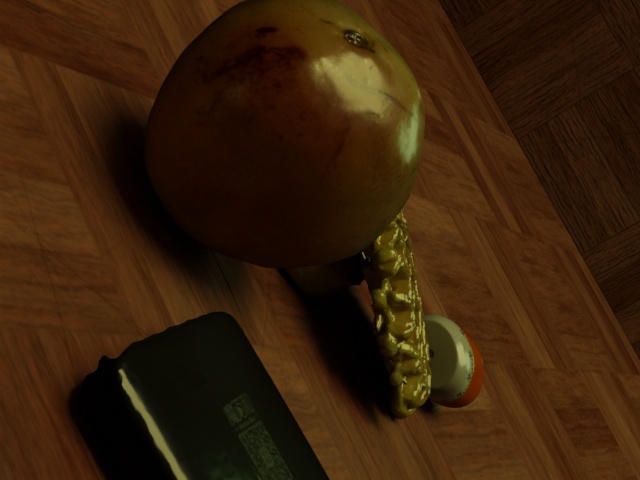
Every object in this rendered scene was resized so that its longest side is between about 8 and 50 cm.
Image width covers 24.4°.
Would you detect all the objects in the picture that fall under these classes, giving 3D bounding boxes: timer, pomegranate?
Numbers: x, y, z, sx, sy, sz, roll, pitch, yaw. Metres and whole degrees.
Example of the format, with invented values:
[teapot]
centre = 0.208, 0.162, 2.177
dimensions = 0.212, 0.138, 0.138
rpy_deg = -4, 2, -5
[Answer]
[timer]
centre = 0.175, 0.167, 2.018
dimensions = 0.136, 0.099, 0.136
rpy_deg = 40, 37, -40
[pomegranate]
centre = -0.045, -0.110, 1.602
dimensions = 0.319, 0.319, 0.319
rpy_deg = 49, 20, -25

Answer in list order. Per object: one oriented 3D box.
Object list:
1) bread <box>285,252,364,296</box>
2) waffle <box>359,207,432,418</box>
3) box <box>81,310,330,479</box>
[bread]
centre = 0.005, 0.004, 1.860
dimensions = 0.125, 0.086, 0.156
rpy_deg = 49, 22, -37
[waffle]
centre = 0.094, 0.068, 1.867
dimensions = 0.329, 0.062, 0.329
rpy_deg = -11, 90, -84
[box]
centre = -0.079, 0.208, 1.329
dimensions = 0.289, 0.073, 0.290
rpy_deg = 59, 18, 3
